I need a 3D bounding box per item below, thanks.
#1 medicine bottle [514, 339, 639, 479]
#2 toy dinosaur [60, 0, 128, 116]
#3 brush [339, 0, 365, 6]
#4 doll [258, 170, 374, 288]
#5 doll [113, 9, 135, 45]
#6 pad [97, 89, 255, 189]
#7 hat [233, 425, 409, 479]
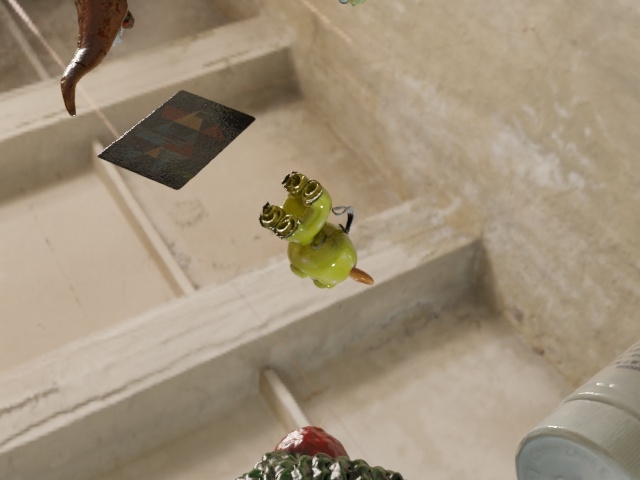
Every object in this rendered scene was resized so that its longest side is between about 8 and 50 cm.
[{"bbox_3d":[0.411,0.231,1.129,0.332,0.190,0.190,-28,-127,-31],"label":"medicine bottle"},{"bbox_3d":[-0.278,-0.356,1.250,0.208,0.097,0.432,-17,-130,-7],"label":"toy dinosaur"},{"bbox_3d":[0.054,-0.513,1.630,0.068,0.297,0.060,-36,-118,-9],"label":"brush"},{"bbox_3d":[0.000,0.000,1.452,0.143,0.221,0.135,28,-102,45],"label":"doll"},{"bbox_3d":[-0.346,-0.369,1.580,0.058,0.040,0.085,-32,-149,2],"label":"doll"},{"bbox_3d":[-0.207,-0.153,1.351,0.143,0.003,0.211,23,-136,17],"label":"pad"},{"bbox_3d":[0.006,0.337,1.148,0.274,0.242,0.332,29,-161,-10],"label":"hat"}]
